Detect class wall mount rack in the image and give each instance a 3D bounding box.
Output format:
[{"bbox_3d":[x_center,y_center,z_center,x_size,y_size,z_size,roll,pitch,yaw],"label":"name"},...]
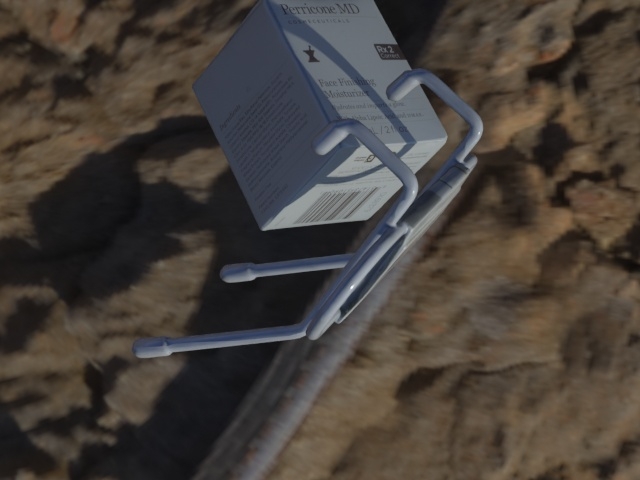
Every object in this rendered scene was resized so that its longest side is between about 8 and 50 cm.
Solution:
[{"bbox_3d":[0.000,0.000,1.535,0.130,0.350,0.304,41,117,4],"label":"wall mount rack"}]

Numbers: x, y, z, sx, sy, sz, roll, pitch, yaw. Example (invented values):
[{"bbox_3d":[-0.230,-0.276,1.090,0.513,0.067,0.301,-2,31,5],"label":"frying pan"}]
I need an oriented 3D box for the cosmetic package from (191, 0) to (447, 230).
[{"bbox_3d":[-0.003,-0.129,1.735,0.151,0.151,0.183,-7,63,-42],"label":"cosmetic package"}]
